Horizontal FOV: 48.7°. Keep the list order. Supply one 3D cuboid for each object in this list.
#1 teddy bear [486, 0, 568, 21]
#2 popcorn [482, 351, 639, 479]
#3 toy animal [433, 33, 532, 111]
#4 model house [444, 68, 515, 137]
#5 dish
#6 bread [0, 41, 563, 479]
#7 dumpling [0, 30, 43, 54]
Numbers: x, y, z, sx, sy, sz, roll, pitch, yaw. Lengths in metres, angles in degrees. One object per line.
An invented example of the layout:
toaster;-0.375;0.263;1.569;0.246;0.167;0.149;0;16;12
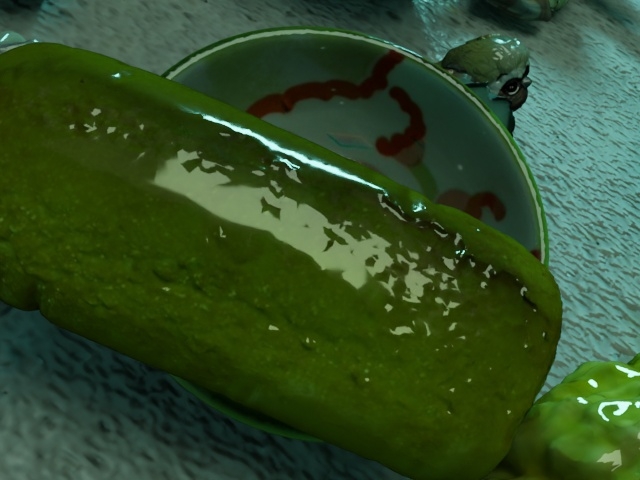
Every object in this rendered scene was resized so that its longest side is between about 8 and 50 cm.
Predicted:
teddy bear;0.402;-0.489;0.992;0.327;0.375;0.362;57;31;-11
popcorn;0.219;0.187;0.444;0.270;0.224;0.258;33;73;-16
toy animal;0.175;-0.182;0.813;0.098;0.137;0.098;16;70;-53
model house;0.113;-0.119;0.724;0.148;0.119;0.149;-3;26;3
dish;0.000;0.000;0.552;0.324;0.124;0.324;4;66;-9
bread;-0.042;0.003;0.410;0.383;0.112;0.166;24;63;0
dumpling;-0.242;-0.114;0.545;0.188;0.127;0.108;10;57;-8
